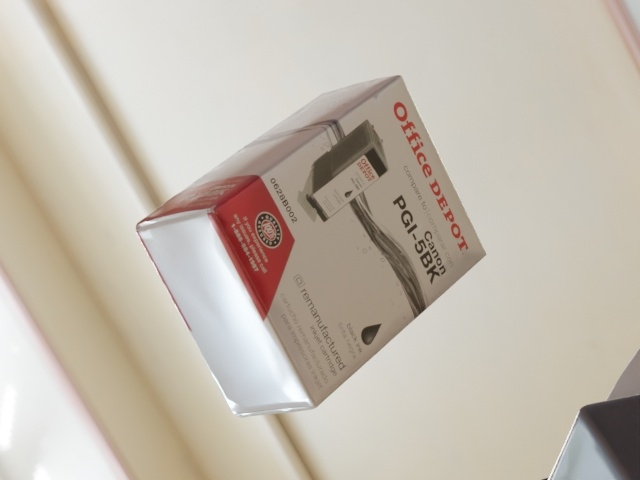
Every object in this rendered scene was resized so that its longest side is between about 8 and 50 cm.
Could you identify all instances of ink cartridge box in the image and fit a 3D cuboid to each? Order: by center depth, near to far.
[{"bbox_3d":[0.000,0.000,0.727,0.056,0.099,0.135,-12,-159,47],"label":"ink cartridge box"}]

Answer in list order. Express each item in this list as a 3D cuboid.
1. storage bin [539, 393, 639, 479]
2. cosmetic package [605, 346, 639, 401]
[{"bbox_3d":[0.182,0.150,0.889,0.098,0.091,0.135,-8,-137,-21],"label":"storage bin"},{"bbox_3d":[0.374,0.206,0.959,0.284,0.377,0.097,-15,-156,43],"label":"cosmetic package"}]
